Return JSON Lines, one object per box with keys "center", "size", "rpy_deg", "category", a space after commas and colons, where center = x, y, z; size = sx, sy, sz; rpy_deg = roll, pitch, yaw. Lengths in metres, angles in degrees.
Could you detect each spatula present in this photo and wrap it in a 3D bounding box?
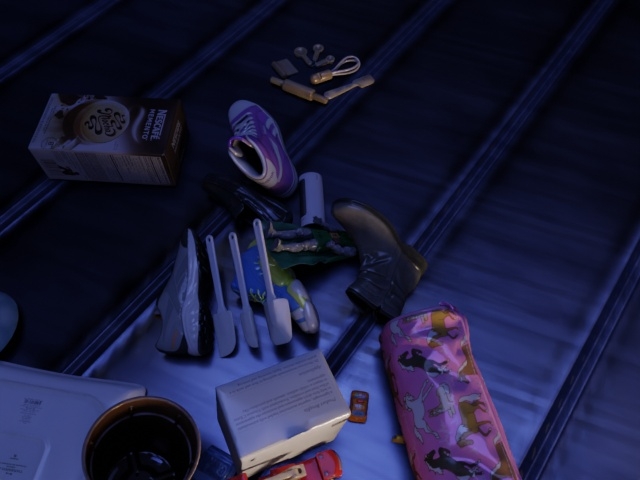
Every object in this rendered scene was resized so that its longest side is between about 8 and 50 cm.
{"center": [-0.144, 0.088, 1.023], "size": [0.168, 0.019, 0.241], "rpy_deg": [-18, 76, 28], "category": "spatula"}

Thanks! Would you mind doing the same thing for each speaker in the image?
{"center": [-0.018, -0.080, 1.173], "size": [0.055, 0.055, 0.136], "rpy_deg": [-2, 61, -2], "category": "speaker"}

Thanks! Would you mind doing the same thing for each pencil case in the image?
{"center": [0.218, 0.297, 0.902], "size": [0.167, 0.160, 0.385], "rpy_deg": [-8, 60, -14], "category": "pencil case"}

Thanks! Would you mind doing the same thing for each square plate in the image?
{"center": [-0.519, 0.384, 0.912], "size": [0.348, 0.049, 0.343], "rpy_deg": [8, 61, 5], "category": "square plate"}

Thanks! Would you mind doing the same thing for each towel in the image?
{"center": [-0.193, 0.413, 0.907], "size": [0.067, 0.029, 0.119], "rpy_deg": [25, 63, 14], "category": "towel"}

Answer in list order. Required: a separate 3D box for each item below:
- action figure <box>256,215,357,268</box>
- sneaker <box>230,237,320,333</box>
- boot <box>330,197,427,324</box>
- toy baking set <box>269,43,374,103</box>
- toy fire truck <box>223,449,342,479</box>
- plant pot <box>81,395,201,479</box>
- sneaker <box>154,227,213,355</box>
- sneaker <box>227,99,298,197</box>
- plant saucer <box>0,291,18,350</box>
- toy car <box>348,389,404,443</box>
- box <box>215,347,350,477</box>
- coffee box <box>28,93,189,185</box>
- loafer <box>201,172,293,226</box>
{"center": [0.000, 0.000, 1.085], "size": [0.232, 0.063, 0.137], "rpy_deg": [1, 45, -34], "category": "action figure"}
{"center": [-0.098, 0.104, 1.061], "size": [0.126, 0.091, 0.240], "rpy_deg": [-31, 57, -3], "category": "sneaker"}
{"center": [0.093, 0.043, 1.042], "size": [0.247, 0.083, 0.161], "rpy_deg": [41, 62, -12], "category": "boot"}
{"center": [0.000, -0.434, 1.388], "size": [0.256, 0.030, 0.196], "rpy_deg": [29, 64, 15], "category": "toy baking set"}
{"center": [-0.056, 0.383, 0.864], "size": [0.192, 0.135, 0.047], "rpy_deg": [-17, 62, -9], "category": "toy fire truck"}
{"center": [-0.281, 0.357, 0.845], "size": [0.167, 0.165, 0.166], "rpy_deg": [11, 46, -11], "category": "plant pot"}
{"center": [-0.272, 0.094, 1.052], "size": [0.108, 0.100, 0.271], "rpy_deg": [-8, 59, 4], "category": "sneaker"}
{"center": [-0.156, -0.231, 1.187], "size": [0.102, 0.161, 0.282], "rpy_deg": [-41, 62, 16], "category": "sneaker"}
{"center": [-0.682, 0.166, 1.021], "size": [0.195, 0.037, 0.194], "rpy_deg": [-4, 50, 4], "category": "plant saucer"}
{"center": [0.104, 0.310, 0.960], "size": [0.122, 0.040, 0.060], "rpy_deg": [23, 63, 13], "category": "toy car"}
{"center": [-0.068, 0.288, 0.880], "size": [0.181, 0.181, 0.119], "rpy_deg": [-17, 61, -19], "category": "box"}
{"center": [-0.467, -0.229, 1.219], "size": [0.298, 0.118, 0.168], "rpy_deg": [3, 60, 2], "category": "coffee box"}
{"center": [-0.167, -0.075, 1.157], "size": [0.223, 0.076, 0.078], "rpy_deg": [28, 56, 11], "category": "loafer"}
